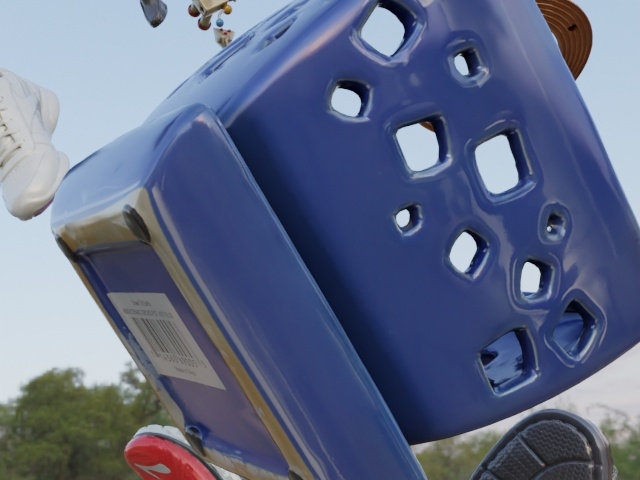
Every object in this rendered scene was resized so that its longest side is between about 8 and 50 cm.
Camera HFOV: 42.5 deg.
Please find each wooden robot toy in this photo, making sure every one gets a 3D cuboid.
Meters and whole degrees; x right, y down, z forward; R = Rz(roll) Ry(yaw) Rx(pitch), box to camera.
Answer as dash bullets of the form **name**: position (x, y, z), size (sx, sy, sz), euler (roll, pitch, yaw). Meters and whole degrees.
- **wooden robot toy**: position (-0.160, -0.370, 1.230), size (0.079, 0.173, 0.076), euler (-33, -2, -20)

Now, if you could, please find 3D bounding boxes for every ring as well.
- **ring**: position (0.306, -0.302, 1.434), size (0.336, 0.032, 0.337), euler (-11, -33, -7)

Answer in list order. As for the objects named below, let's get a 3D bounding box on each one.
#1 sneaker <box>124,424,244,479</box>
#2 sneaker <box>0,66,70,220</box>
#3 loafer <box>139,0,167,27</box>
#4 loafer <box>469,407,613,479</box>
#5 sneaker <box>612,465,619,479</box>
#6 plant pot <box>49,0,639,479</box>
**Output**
- **sneaker**: position (-0.124, 0.305, 0.871), size (0.118, 0.279, 0.107), euler (-37, -30, -34)
- **sneaker**: position (-0.448, -0.143, 1.175), size (0.114, 0.305, 0.152), euler (-41, -45, 14)
- **loafer**: position (-0.406, -0.565, 1.950), size (0.062, 0.170, 0.061), euler (-35, -43, 13)
- **loafer**: position (0.156, 0.273, 0.648), size (0.109, 0.303, 0.095), euler (21, 6, 37)
- **sneaker**: position (0.340, 0.337, 1.151), size (0.166, 0.076, 0.065), euler (-2, -21, 28)
- **plant pot**: position (0.000, 0.000, 0.448), size (0.212, 0.236, 0.236), euler (-37, 15, -27)
